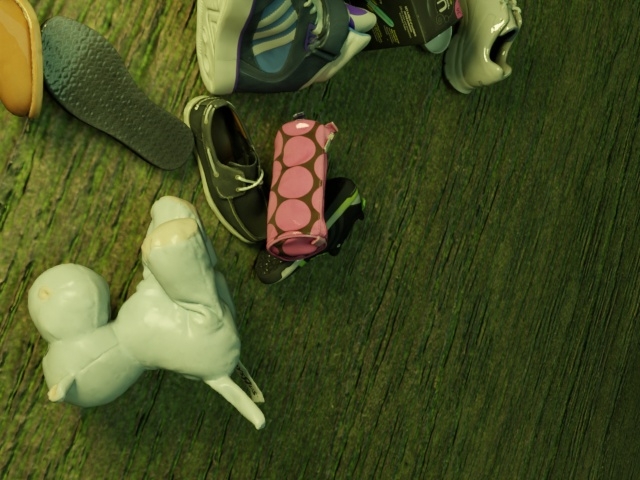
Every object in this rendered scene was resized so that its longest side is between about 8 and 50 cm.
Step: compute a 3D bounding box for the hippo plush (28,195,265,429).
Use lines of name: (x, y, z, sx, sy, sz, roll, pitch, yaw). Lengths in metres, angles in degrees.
hippo plush: (-0.231, 0.110, 0.916, 0.237, 0.234, 0.294, -19, 94, -5)

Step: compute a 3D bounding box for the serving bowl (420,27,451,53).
serving bowl: (0.197, -0.375, 1.281, 0.083, 0.027, 0.083, -7, 100, -38)

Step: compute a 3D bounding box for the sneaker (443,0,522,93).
sneaker: (0.310, -0.418, 1.305, 0.111, 0.129, 0.296, -2, 96, -38)

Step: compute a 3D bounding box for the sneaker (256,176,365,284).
sneaker: (0.000, 0.000, 1.134, 0.234, 0.084, 0.097, -48, 125, -24)

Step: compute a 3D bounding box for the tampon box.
tampon box: (0.119, -0.377, 1.128, 0.101, 0.161, 0.120, -40, 120, -29)

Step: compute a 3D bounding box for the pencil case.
pencil case: (-0.025, -0.076, 1.047, 0.095, 0.098, 0.209, 48, 39, -59)

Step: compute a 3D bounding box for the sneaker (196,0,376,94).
sneaker: (-0.029, -0.319, 0.927, 0.237, 0.322, 0.130, -13, 63, -21)

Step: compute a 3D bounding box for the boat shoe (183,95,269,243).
boat shoe: (-0.120, -0.094, 1.026, 0.084, 0.079, 0.233, -36, 119, -32)

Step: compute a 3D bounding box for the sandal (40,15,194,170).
sandal: (-0.267, -0.175, 0.914, 0.097, 0.055, 0.254, -54, 136, -12)

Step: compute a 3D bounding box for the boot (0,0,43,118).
boot: (-0.420, -0.243, 0.737, 0.220, 0.109, 0.283, -23, 118, -30)
